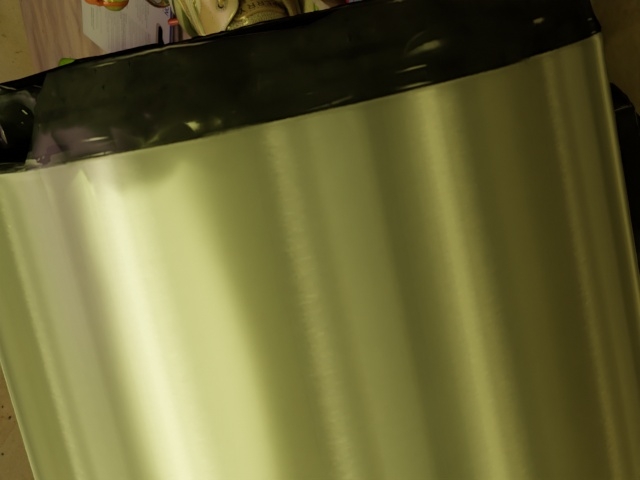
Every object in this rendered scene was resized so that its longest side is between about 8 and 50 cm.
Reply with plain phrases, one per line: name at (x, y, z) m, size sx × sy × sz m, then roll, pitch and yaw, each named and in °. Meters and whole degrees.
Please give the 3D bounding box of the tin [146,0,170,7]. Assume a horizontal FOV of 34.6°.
tin at (-0.209, -0.399, 1.333) m, size 0.106 × 0.040 × 0.190 m, roll 27°, pitch 129°, yaw 43°

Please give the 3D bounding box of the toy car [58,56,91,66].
toy car at (-0.306, -0.120, 1.068) m, size 0.149 × 0.188 × 0.155 m, roll 13°, pitch 98°, yaw 55°

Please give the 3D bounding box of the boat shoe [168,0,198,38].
boat shoe at (-0.144, -0.366, 1.117) m, size 0.103 × 0.113 × 0.302 m, roll 55°, pitch 152°, yaw 32°

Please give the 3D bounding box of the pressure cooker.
pressure cooker at (0.008, 0.076, 0.609) m, size 0.375 × 0.370 × 0.420 m, roll -5°, pitch 103°, yaw 35°

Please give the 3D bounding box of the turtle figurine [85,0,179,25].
turtle figurine at (-0.266, -0.376, 1.272) m, size 0.087 × 0.269 × 0.217 m, roll -52°, pitch -27°, yaw -57°

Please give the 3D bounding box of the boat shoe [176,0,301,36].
boat shoe at (-0.071, -0.233, 1.015) m, size 0.110 × 0.121 × 0.341 m, roll 17°, pitch 129°, yaw 65°

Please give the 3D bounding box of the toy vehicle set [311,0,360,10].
toy vehicle set at (0.031, -0.259, 0.837) m, size 0.267 × 0.035 × 0.166 m, roll -130°, pitch 33°, yaw -50°

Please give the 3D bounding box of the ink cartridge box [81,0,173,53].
ink cartridge box at (-0.275, -0.344, 1.525) m, size 0.224 × 0.045 × 0.223 m, roll 42°, pitch 145°, yaw 23°
